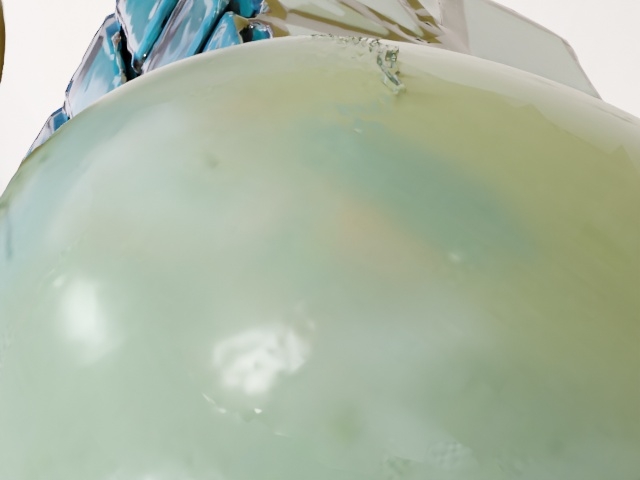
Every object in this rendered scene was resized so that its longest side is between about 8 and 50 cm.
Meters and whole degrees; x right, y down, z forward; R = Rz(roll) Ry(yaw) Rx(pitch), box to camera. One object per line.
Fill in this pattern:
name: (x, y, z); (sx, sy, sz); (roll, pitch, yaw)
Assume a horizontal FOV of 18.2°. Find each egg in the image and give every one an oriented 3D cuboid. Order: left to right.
egg: (0.042, 0.065, 0.491); (0.282, 0.203, 0.203); (37, 160, -9)

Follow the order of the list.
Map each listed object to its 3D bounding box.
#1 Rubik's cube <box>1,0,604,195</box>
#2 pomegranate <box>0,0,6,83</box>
Rubik's cube: (0.000, 0.000, 1.156); (0.293, 0.283, 0.288); (22, -153, -28)
pomegranate: (-0.288, -0.092, 0.858); (0.307, 0.307, 0.307); (44, 156, 25)
